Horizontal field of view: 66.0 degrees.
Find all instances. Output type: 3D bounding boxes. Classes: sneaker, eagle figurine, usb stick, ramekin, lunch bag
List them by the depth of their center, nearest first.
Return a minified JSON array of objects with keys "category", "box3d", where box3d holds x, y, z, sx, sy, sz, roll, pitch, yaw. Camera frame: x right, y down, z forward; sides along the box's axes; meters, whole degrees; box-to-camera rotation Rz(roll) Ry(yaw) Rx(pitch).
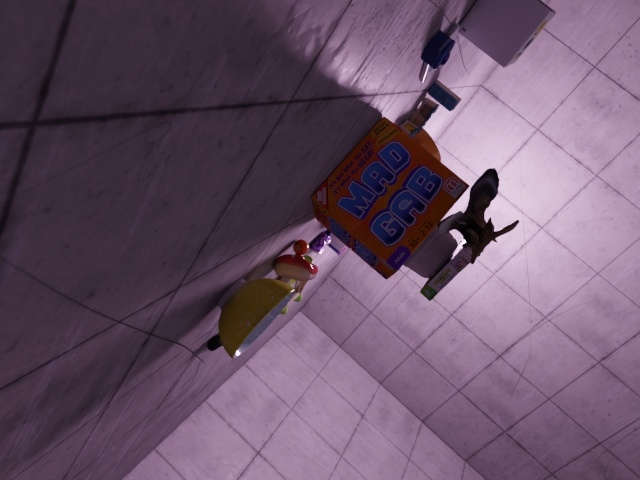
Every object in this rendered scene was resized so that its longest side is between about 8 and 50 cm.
[{"category":"lunch bag","box3d":[0.339,-0.538,1.411,0.067,0.065,0.098,-46,172,-16]},{"category":"eagle figurine","box3d":[0.475,-0.071,1.535,0.226,0.225,0.299,-12,-141,14]},{"category":"ramekin","box3d":[0.403,0.041,1.789,0.207,0.109,0.207,-48,172,-9]},{"category":"usb stick","box3d":[-0.380,0.389,2.007,0.077,0.045,0.278,-43,174,10]},{"category":"sneaker","box3d":[0.000,0.000,2.252,0.170,0.068,0.071,-53,164,-52]}]

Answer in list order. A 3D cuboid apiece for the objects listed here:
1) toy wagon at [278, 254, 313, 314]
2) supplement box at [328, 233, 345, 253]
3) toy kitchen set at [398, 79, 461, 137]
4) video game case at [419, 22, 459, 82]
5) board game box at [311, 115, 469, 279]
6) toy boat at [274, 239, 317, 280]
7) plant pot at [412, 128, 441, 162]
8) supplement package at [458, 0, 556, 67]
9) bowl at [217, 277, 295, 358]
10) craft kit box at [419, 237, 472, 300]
[{"category":"toy wagon","box3d":[-0.149,0.222,2.266,0.344,0.068,0.267,-37,153,-45]},{"category":"supplement box","box3d":[0.123,-0.045,2.481,0.220,0.114,0.111,-50,172,-2]},{"category":"toy kitchen set","box3d":[0.414,-0.483,1.910,0.166,0.122,0.207,-41,169,-46]},{"category":"video game case","box3d":[0.370,-0.583,1.544,0.143,0.019,0.157,-49,172,-2]},{"category":"board game box","box3d":[0.223,-0.125,1.699,0.356,0.356,0.356,-48,172,-5]},{"category":"toy boat","box3d":[-0.085,0.071,1.871,0.231,0.150,0.151,15,86,-83]},{"category":"plant pot","box3d":[0.395,-0.370,2.173,0.187,0.205,0.205,-33,172,-3]},{"category":"supplement package","box3d":[0.598,-0.701,1.579,0.199,0.198,0.262,-53,171,34]},{"category":"bowl","box3d":[-0.229,0.213,1.555,0.289,0.156,0.289,-48,172,-9]},{"category":"craft kit box","box3d":[0.479,0.069,1.746,0.250,0.061,0.247,-42,172,-48]}]
